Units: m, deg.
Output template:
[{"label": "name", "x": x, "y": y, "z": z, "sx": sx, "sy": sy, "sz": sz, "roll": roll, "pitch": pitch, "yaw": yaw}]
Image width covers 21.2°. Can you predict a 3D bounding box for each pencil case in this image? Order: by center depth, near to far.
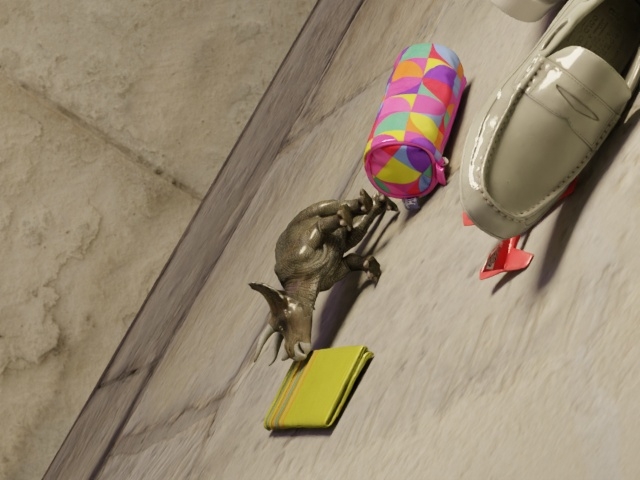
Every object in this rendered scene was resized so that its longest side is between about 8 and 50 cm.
[{"label": "pencil case", "x": 0.120, "y": -0.145, "z": 2.092, "sx": 0.104, "sy": 0.104, "sz": 0.236, "roll": -48, "pitch": 17, "yaw": 38}]

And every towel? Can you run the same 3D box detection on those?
[{"label": "towel", "x": -0.005, "y": 0.172, "z": 1.958, "sx": 0.102, "sy": 0.021, "sz": 0.237, "roll": -64, "pitch": 14, "yaw": -14}]

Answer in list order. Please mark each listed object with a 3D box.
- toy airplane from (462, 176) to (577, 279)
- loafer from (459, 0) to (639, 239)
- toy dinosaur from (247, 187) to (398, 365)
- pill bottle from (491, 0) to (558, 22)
[{"label": "toy airplane", "x": 0.189, "y": -0.018, "z": 1.639, "sx": 0.151, "sy": 0.028, "sz": 0.151, "roll": -36, "pitch": 25, "yaw": 20}, {"label": "loafer", "x": 0.227, "y": -0.137, "z": 1.585, "sx": 0.319, "sy": 0.112, "sz": 0.111, "roll": -60, "pitch": 11, "yaw": -29}, {"label": "toy dinosaur", "x": 0.000, "y": 0.000, "z": 2.090, "sx": 0.160, "sy": 0.121, "sz": 0.313, "roll": -20, "pitch": 32, "yaw": 29}, {"label": "pill bottle", "x": 0.278, "y": -0.353, "z": 1.923, "sx": 0.221, "sy": 0.121, "sz": 0.121, "roll": -48, "pitch": 15, "yaw": 39}]
